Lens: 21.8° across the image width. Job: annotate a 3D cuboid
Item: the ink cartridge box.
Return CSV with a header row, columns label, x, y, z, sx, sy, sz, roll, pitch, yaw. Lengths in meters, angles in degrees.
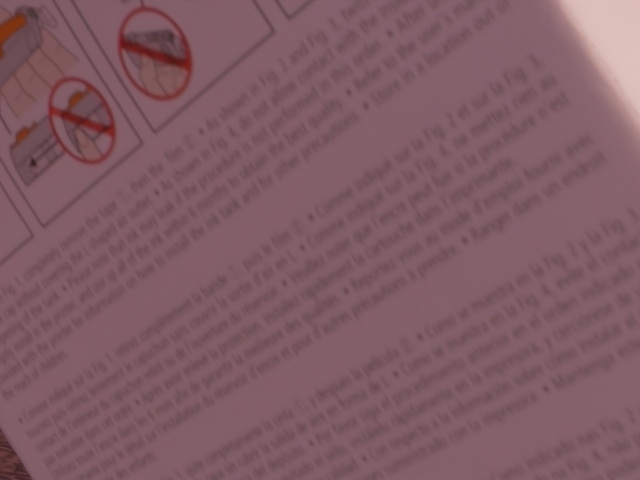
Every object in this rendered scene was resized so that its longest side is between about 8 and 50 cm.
label,x,y,z,sx,sy,sz,roll,pitch,yaw
ink cartridge box,0.000,0.000,0.547,0.308,0.385,0.091,-34,176,43
